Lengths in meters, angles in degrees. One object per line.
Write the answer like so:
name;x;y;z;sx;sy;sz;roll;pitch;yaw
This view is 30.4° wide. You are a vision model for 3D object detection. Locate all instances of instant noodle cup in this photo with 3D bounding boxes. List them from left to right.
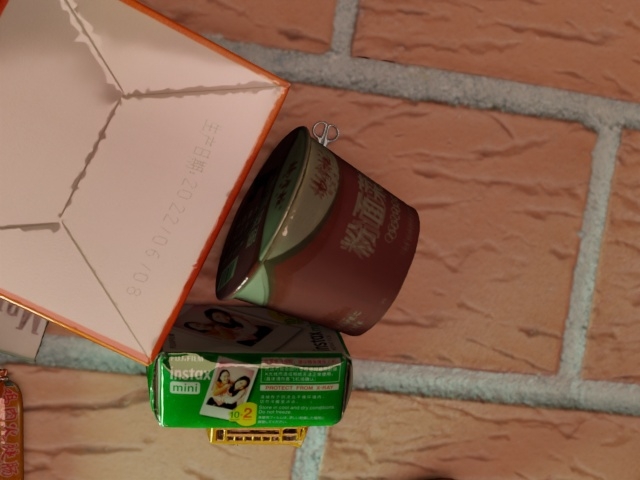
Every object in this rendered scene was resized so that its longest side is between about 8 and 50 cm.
instant noodle cup;0.000;0.000;1.439;0.179;0.235;0.234;25;92;-16

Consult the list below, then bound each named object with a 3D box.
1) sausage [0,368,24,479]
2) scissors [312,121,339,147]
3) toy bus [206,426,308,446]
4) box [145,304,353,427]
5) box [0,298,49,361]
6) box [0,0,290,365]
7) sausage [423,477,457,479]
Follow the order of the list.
sausage;-0.402;0.332;1.492;0.053;0.053;0.347;0;98;-13
scissors;-0.001;-0.114;1.538;0.036;0.006;0.083;16;95;-12
toy bus;-0.067;0.230;1.544;0.162;0.069;0.074;3;99;-12
box;-0.091;0.153;1.473;0.250;0.180;0.103;0;109;-11
box;-0.420;0.070;1.457;0.178;0.036;0.115;20;93;-15
box;-0.264;-0.086;1.337;0.319;0.257;0.348;26;85;-13
sausage;0.110;0.372;1.604;0.194;0.077;0.077;-11;101;-11
